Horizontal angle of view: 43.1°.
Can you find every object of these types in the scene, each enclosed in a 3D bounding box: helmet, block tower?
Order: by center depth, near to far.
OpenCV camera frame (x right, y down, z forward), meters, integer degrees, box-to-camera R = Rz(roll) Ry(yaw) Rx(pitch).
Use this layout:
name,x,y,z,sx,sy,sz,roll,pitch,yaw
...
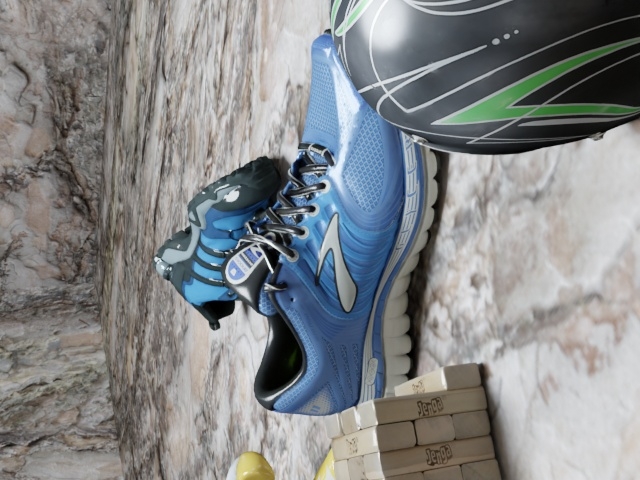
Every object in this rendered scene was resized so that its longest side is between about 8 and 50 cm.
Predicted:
name,x,y,z,sx,sy,sz,roll,pitch,yaw
helmet,0.088,-0.120,0.375,0.169,0.161,0.170,176,90,-69
block tower,0.084,0.260,0.550,0.091,0.097,0.336,137,127,-63

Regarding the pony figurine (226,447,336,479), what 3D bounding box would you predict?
name,x,y,z,sx,sy,sz,roll,pitch,yaw
pony figurine,-0.080,0.388,0.811,0.363,0.302,0.351,131,150,-52

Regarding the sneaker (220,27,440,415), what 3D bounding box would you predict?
name,x,y,z,sx,sy,sz,roll,pitch,yaw
sneaker,0.000,0.000,0.646,0.130,0.147,0.330,-145,54,-63

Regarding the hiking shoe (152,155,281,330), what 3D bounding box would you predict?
name,x,y,z,sx,sy,sz,roll,pitch,yaw
hiking shoe,-0.105,0.003,1.022,0.132,0.113,0.304,51,145,4
